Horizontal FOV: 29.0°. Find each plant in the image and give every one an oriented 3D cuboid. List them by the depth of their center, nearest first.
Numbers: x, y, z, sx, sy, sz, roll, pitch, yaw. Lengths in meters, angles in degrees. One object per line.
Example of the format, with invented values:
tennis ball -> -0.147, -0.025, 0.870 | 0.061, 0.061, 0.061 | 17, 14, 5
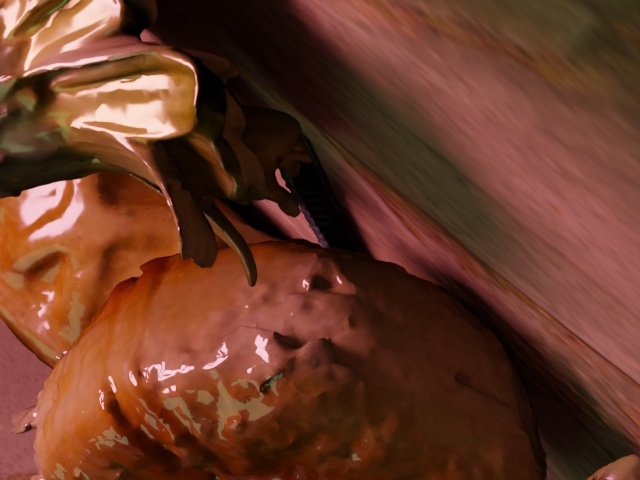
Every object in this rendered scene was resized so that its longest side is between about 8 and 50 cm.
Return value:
plant -> -0.167, -0.106, 0.604 | 0.306, 0.297, 0.261 | -127, 31, -54

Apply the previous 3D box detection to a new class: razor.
razor -> 0.004, -0.004, 0.758 | 0.066, 0.033, 0.190 | 36, 160, 33

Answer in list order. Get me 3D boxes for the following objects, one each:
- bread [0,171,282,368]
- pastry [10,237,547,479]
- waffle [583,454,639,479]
bread -> -0.135, 0.037, 0.945 | 0.252, 0.196, 0.238 | 38, 168, 13
pastry -> -0.014, 0.133, 0.754 | 0.330, 0.136, 0.329 | 5, 136, 5
waffle -> 0.226, 0.244, 0.594 | 0.317, 0.073, 0.297 | 54, 154, 13
